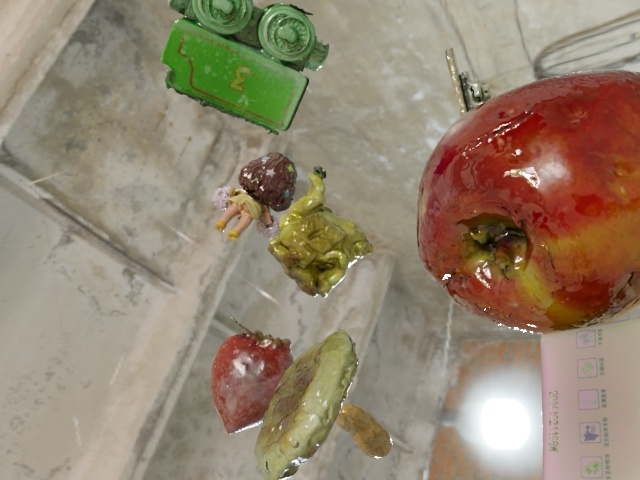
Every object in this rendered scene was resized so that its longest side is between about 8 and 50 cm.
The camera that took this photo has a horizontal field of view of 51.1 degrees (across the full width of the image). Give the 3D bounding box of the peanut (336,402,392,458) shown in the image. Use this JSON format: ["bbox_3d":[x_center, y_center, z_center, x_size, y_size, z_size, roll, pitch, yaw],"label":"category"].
[{"bbox_3d":[0.096,0.426,1.502,0.174,0.080,0.080,47,-134,-16],"label":"peanut"}]

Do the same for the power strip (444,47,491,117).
[{"bbox_3d":[0.284,-0.240,1.219,0.213,0.065,0.198,7,-110,-75],"label":"power strip"}]

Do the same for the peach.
[{"bbox_3d":[0.343,-0.054,0.906,0.417,0.353,0.339,-26,-81,-41],"label":"peach"}]

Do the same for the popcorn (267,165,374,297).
[{"bbox_3d":[-0.007,0.006,1.771,0.237,0.293,0.293,-37,-64,-20],"label":"popcorn"}]

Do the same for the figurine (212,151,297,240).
[{"bbox_3d":[-0.145,-0.097,1.508,0.175,0.116,0.240,37,-109,1],"label":"figurine"}]

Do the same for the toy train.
[{"bbox_3d":[-0.118,-0.280,0.989,0.243,0.132,0.188,22,-77,-18],"label":"toy train"}]

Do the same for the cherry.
[{"bbox_3d":[-0.164,0.325,1.542,0.192,0.175,0.249,22,-114,-7],"label":"cherry"}]

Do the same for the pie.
[{"bbox_3d":[-0.030,0.278,1.159,0.071,0.306,0.306,30,-126,-11],"label":"pie"}]

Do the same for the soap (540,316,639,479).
[{"bbox_3d":[0.344,0.213,0.756,0.182,0.138,0.199,35,-127,-37],"label":"soap"}]
